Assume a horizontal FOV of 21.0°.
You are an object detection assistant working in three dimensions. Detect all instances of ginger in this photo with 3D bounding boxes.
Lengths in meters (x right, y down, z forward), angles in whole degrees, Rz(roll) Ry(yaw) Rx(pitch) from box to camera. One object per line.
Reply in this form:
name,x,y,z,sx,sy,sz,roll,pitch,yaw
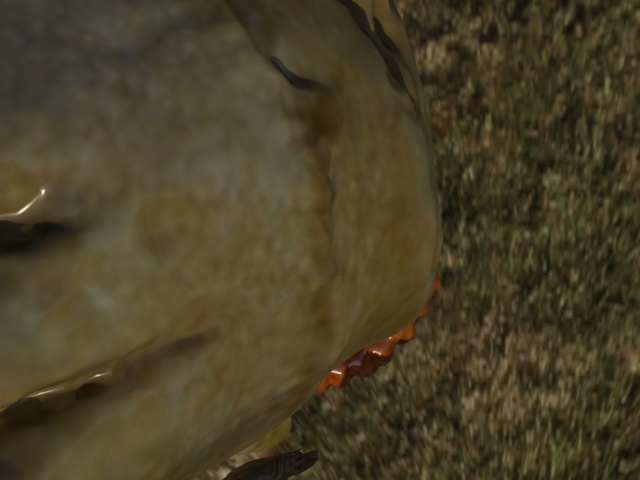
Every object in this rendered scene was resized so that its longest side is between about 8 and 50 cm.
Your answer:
ginger,-0.098,0.030,0.376,0.126,0.190,0.354,11,48,41

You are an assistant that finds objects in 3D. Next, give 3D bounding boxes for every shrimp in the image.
shrimp,-0.037,0.252,1.777,0.095,0.162,0.045,15,113,35

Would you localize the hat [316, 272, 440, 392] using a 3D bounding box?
hat,0.000,0.000,1.594,0.285,0.400,0.285,1,85,-13
